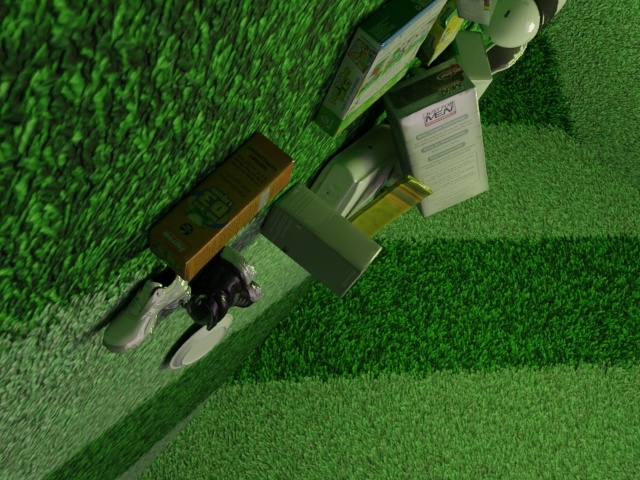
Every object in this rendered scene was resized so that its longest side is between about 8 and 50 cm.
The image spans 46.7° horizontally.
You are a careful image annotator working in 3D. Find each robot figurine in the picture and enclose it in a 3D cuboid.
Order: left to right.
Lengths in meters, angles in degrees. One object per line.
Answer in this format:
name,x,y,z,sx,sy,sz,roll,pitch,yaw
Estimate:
robot figurine,0.516,-0.614,1.891,0.278,0.174,0.209,-47,130,-26

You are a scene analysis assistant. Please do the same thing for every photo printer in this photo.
photo printer,0.083,-0.153,1.878,0.307,0.107,0.256,-42,170,-48

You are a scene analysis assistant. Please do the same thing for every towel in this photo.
towel,0.157,-0.071,1.811,0.237,0.021,0.102,-37,136,29

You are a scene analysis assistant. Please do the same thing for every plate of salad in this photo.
plate of salad,-0.303,0.247,1.856,0.200,0.048,0.200,-40,164,-13

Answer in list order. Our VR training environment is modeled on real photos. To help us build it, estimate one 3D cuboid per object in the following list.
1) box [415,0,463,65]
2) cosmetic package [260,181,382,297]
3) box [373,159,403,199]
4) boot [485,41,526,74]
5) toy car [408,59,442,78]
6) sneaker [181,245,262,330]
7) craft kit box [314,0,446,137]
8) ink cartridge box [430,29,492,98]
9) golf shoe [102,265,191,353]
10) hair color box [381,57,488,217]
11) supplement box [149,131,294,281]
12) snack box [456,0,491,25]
box,0.273,-0.470,1.634,0.105,0.043,0.179,-47,175,-17
cosmetic package,0.000,0.000,1.622,0.107,0.238,0.127,-45,171,-38
box,0.229,-0.241,2.106,0.322,0.059,0.232,113,-5,-82
boot,0.457,-0.526,2.109,0.244,0.088,0.176,-37,-152,15
toy car,0.281,-0.374,1.872,0.188,0.149,0.155,-63,172,-49
sneaker,-0.208,0.116,1.540,0.153,0.101,0.268,-47,167,-16
craft kit box,0.113,-0.330,1.314,0.250,0.061,0.246,-45,170,-34
ink cartridge box,0.355,-0.421,1.933,0.087,0.153,0.208,-2,158,-14
golf shoe,-0.281,0.099,1.174,0.176,0.069,0.086,-48,154,-37
hair color box,0.280,-0.232,1.769,0.185,0.113,0.374,-24,143,1
supplement box,-0.143,-0.052,1.089,0.233,0.078,0.080,-47,173,-22
snack box,0.301,-0.495,1.329,0.207,0.070,0.174,-15,124,-77
